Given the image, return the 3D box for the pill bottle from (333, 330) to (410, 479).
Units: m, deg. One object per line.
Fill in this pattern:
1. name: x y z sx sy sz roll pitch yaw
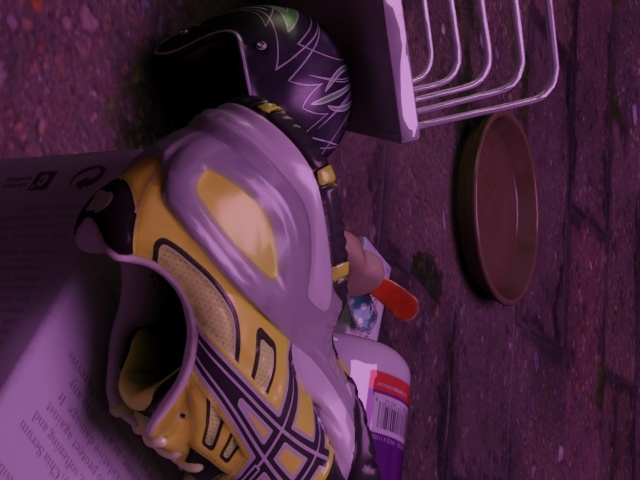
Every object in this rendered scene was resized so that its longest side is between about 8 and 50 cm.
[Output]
1. pill bottle: -0.023 0.247 1.184 0.181 0.181 0.323 35 58 -58

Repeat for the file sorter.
1. file sorter: 0.078 -0.215 1.263 0.173 0.277 0.193 -14 105 -19

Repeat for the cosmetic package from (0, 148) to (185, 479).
1. cosmetic package: -0.211 0.176 0.834 0.230 0.161 0.453 66 34 -37

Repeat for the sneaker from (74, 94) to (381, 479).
1. sneaker: -0.061 0.105 0.853 0.147 0.145 0.385 -24 117 -29

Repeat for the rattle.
1. rattle: 0.000 0.000 1.312 0.199 0.130 0.143 10 39 -35

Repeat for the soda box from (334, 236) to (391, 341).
1. soda box: 0.012 0.107 1.387 0.074 0.069 0.216 50 45 -50

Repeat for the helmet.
1. helmet: -0.050 -0.127 1.174 0.169 0.161 0.169 7 82 -63

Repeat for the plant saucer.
1. plant saucer: 0.251 -0.046 1.907 0.278 0.041 0.278 4 85 -63
